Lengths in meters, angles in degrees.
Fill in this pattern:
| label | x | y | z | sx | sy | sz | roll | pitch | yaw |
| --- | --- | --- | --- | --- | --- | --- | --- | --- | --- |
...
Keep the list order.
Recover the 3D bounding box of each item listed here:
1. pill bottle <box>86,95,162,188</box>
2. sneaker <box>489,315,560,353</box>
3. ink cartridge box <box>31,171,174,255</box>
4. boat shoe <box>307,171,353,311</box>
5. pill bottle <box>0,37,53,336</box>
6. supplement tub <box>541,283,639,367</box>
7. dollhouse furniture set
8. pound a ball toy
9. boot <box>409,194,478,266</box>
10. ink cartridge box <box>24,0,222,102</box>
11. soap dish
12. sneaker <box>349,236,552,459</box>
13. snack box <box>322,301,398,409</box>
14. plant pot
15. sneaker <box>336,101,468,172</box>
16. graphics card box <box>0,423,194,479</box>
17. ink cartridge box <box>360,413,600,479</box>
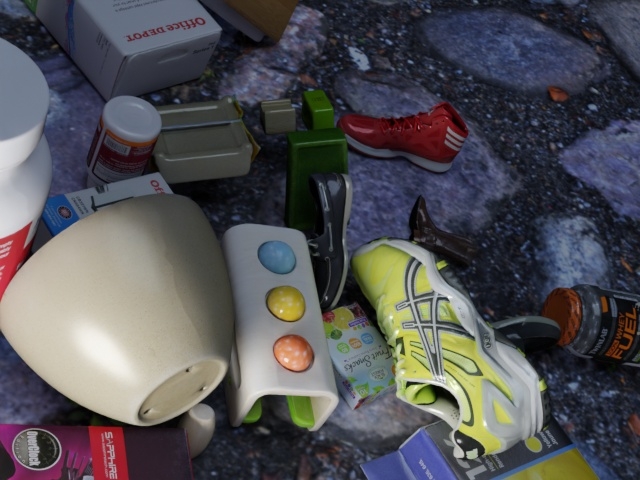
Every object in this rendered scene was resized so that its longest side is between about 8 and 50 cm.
| label | x | y | z | sx | sy | sz | roll | pitch | yaw |
| --- | --- | --- | --- | --- | --- | --- | --- | --- | --- |
| pill bottle | -0.286 | -0.126 | 1.699 | 0.086 | 0.152 | 0.086 | 15 | 46 | -16 |
| sneaker | 0.273 | 0.187 | 1.781 | 0.222 | 0.083 | 0.118 | -7 | 59 | -20 |
| ink cartridge box | -0.280 | 0.001 | 1.638 | 0.203 | 0.086 | 0.148 | -19 | 62 | -37 |
| boat shoe | 0.000 | 0.000 | 1.748 | 0.065 | 0.075 | 0.206 | 8 | 85 | -29 |
| pill bottle | -0.436 | -0.038 | 1.359 | 0.229 | 0.408 | 0.229 | 15 | 47 | -16 |
| supplement tub | 0.454 | 0.134 | 1.888 | 0.190 | 0.117 | 0.117 | 10 | 48 | -19 |
| dollhouse furniture set | -0.122 | -0.118 | 1.845 | 0.301 | 0.151 | 0.197 | -6 | 32 | -11 |
| pound a ball toy | -0.095 | 0.126 | 1.591 | 0.208 | 0.136 | 0.319 | 7 | 48 | -23 |
| boot | 0.203 | -0.015 | 1.942 | 0.114 | 0.037 | 0.106 | 15 | 59 | -11 |
| ink cartridge box | -0.325 | -0.371 | 1.918 | 0.201 | 0.117 | 0.278 | -25 | 66 | -40 |
| soap dish | -0.168 | -0.502 | 2.054 | 0.229 | 0.118 | 0.291 | 28 | 30 | -56 |
| sneaker | 0.148 | 0.138 | 1.650 | 0.147 | 0.145 | 0.385 | -28 | 51 | -20 |
| snack box | 0.049 | 0.163 | 1.704 | 0.100 | 0.037 | 0.141 | -19 | 63 | -38 |
| plant pot | -0.215 | 0.109 | 1.432 | 0.284 | 0.284 | 0.191 | -17 | 60 | -37 |
| sneaker | 0.146 | -0.200 | 2.010 | 0.221 | 0.128 | 0.087 | 12 | 46 | -21 |
| graphics card box | -0.317 | 0.323 | 1.330 | 0.370 | 0.094 | 0.233 | 6 | 50 | -23 |
| ink cartridge box | 0.257 | 0.369 | 1.614 | 0.307 | 0.072 | 0.304 | -13 | 59 | -37 |
